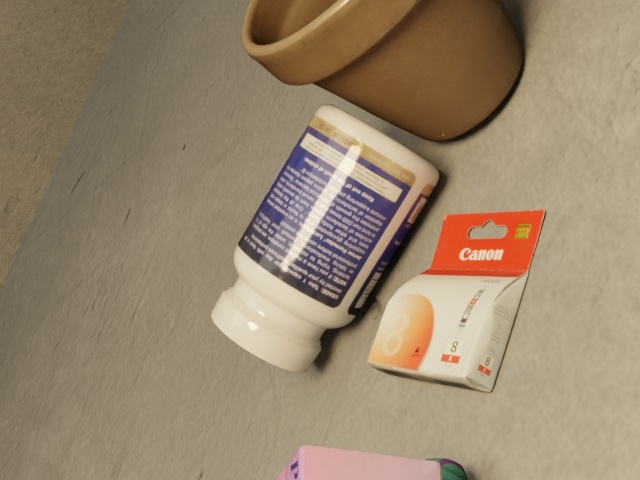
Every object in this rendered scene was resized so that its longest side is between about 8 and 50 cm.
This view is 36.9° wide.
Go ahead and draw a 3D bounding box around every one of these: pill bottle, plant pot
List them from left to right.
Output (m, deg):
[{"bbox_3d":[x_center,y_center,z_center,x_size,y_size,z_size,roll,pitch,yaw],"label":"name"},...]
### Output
[{"bbox_3d":[0.000,0.000,1.037,0.265,0.153,0.153,-59,30,5],"label":"pill bottle"},{"bbox_3d":[0.087,-0.230,0.998,0.263,0.229,0.263,-36,34,29],"label":"plant pot"}]

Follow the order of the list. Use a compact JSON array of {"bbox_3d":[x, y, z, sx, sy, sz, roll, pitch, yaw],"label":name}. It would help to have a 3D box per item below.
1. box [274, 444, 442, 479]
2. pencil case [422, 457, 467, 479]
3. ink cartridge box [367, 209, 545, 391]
[{"bbox_3d":[0.002,0.311,0.738,0.243,0.117,0.214,122,153,-47],"label":"box"},{"bbox_3d":[0.104,0.250,0.762,0.070,0.064,0.152,-34,37,15],"label":"pencil case"},{"bbox_3d":[0.127,0.048,0.913,0.145,0.045,0.179,-1,68,56],"label":"ink cartridge box"}]
